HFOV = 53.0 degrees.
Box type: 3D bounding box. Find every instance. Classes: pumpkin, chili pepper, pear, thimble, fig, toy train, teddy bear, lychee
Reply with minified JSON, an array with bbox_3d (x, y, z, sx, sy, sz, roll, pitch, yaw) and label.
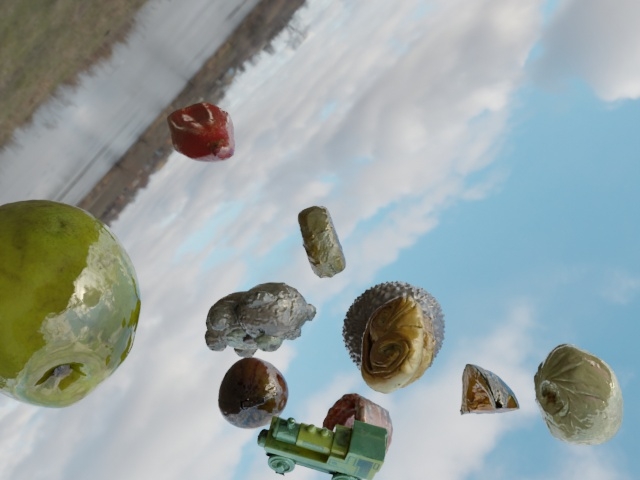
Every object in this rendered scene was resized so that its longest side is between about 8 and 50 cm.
[{"bbox_3d":[0.490,0.423,1.849,0.254,0.130,0.149,115,-33,-68],"label":"pumpkin"},{"bbox_3d":[-0.253,-0.222,1.379,0.136,0.144,0.253,-53,-156,8],"label":"chili pepper"},{"bbox_3d":[-0.381,0.076,0.901,0.253,0.253,0.307,-43,-137,16],"label":"pear"},{"bbox_3d":[0.120,0.639,2.156,0.239,0.162,0.239,-42,-149,33],"label":"thimble"},{"bbox_3d":[-0.224,0.496,2.080,0.235,0.235,0.214,-36,169,33],"label":"fig"},{"bbox_3d":[-0.003,0.604,1.880,0.150,0.369,0.237,-74,180,-48],"label":"toy train"},{"bbox_3d":[-0.140,0.179,1.441,0.267,0.236,0.151,-13,-114,45],"label":"teddy bear"},{"bbox_3d":[0.280,0.332,2.357,0.380,0.432,0.380,-3,-95,36],"label":"lychee"}]

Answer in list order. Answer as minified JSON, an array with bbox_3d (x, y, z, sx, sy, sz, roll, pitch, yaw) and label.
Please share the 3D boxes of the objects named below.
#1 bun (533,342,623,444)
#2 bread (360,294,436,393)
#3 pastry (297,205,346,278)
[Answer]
[{"bbox_3d":[0.590,0.372,1.520,0.153,0.244,0.244,-6,-166,-12],"label":"bun"},{"bbox_3d":[0.182,0.258,1.567,0.198,0.120,0.236,-39,-148,42],"label":"bread"},{"bbox_3d":[0.000,0.000,1.612,0.093,0.182,0.192,-17,-173,3],"label":"pastry"}]
